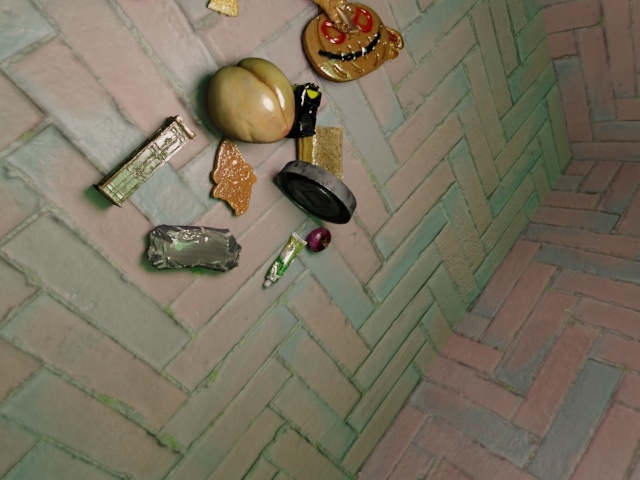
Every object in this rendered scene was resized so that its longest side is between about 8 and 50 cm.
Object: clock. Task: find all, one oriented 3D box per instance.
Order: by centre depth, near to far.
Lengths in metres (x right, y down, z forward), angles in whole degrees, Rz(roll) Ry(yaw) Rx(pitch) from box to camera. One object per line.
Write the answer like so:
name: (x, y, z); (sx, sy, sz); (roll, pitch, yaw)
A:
clock: (-0.013, -0.175, 1.582); (0.319, 0.319, 0.066); (44, 69, -37)

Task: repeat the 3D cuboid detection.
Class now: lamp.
lamp: (-0.533, -0.246, 1.297); (0.325, 0.090, 0.089); (-51, 126, -18)

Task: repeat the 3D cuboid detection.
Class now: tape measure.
tape measure: (-0.086, -0.466, 1.541); (0.112, 0.186, 0.198); (9, 91, -44)

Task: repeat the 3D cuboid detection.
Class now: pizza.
pizza: (-0.324, -0.778, 1.375); (0.109, 0.026, 0.122); (-35, 123, -24)

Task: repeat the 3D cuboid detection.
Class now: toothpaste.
toothpaste: (-0.149, 0.084, 1.712); (0.078, 0.047, 0.247); (38, 74, -11)

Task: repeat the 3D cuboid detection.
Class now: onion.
onion: (0.000, 0.000, 1.774); (0.115, 0.104, 0.115); (-23, 132, -29)

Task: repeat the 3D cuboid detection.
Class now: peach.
peach: (-0.218, -0.450, 1.397); (0.292, 0.248, 0.292); (17, 63, -38)

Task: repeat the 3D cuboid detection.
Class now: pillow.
pillow: (-0.417, 0.029, 1.453); (0.335, 0.093, 0.161); (4, 104, -40)

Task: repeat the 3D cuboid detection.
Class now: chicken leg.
chicken leg: (0.033, -0.939, 1.513); (0.409, 0.182, 0.295); (51, 49, -21)

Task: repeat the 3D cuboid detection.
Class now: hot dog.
hot dog: (0.255, -0.852, 1.790); (0.253, 0.069, 0.131); (11, 94, -38)

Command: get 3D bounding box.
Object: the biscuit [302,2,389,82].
biscuit: (0.101, -0.781, 1.631); (0.368, 0.063, 0.314); (-33, 103, -21)

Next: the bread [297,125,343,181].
bread: (-0.003, -0.337, 1.688); (0.184, 0.111, 0.234); (-13, 108, -43)

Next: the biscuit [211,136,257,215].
biscuit: (-0.313, -0.225, 1.509); (0.183, 0.043, 0.280); (-23, 110, -37)
